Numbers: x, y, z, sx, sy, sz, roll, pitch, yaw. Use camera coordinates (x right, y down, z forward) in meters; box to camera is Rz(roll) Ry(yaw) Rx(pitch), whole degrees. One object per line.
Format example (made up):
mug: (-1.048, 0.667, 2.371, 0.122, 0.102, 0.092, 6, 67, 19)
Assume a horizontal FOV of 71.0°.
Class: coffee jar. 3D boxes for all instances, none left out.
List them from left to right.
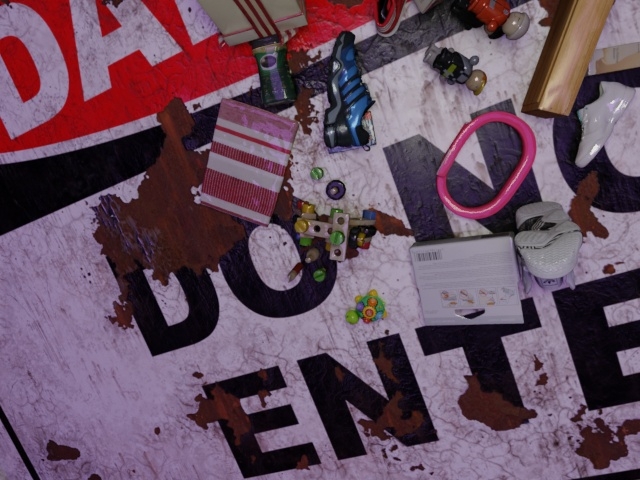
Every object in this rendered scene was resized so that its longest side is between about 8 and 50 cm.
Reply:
coffee jar: (-0.128, -0.468, 1.231, 0.096, 0.079, 0.185, -7, 103, 13)

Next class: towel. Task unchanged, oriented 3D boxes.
towel: (-0.217, -0.228, 1.335, 0.236, 0.037, 0.329, 20, 109, 4)

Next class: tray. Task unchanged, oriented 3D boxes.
tray: (0.574, -0.492, 1.010, 0.076, 0.203, 0.412, 18, 107, 9)

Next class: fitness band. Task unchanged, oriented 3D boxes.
fitness band: (0.435, -0.197, 1.196, 0.208, 0.054, 0.291, 29, 109, 1)

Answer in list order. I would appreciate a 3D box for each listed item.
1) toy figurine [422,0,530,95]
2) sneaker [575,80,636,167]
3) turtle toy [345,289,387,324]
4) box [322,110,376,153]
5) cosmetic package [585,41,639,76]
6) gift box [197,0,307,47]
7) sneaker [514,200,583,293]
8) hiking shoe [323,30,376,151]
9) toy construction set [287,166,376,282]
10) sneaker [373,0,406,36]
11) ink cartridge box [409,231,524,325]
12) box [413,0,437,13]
toy figurine: (0.362, -0.466, 1.063, 0.148, 0.213, 0.210, 25, 111, -12)
sneaker: (0.676, -0.289, 1.115, 0.094, 0.080, 0.212, 29, 101, 16)
turtle toy: (0.136, 0.213, 1.350, 0.130, 0.066, 0.095, -25, 97, 17)
box: (0.082, -0.301, 1.255, 0.136, 0.027, 0.094, -10, 100, 14)
cosmetic package: (0.701, -0.435, 1.082, 0.114, 0.041, 0.061, -7, 102, 14)
gift box: (-0.180, -0.632, 1.100, 0.254, 0.258, 0.277, -5, 81, 14)
sneaker: (0.550, 0.052, 1.076, 0.137, 0.366, 0.211, -10, 109, 24)
hiking shoe: (0.081, -0.393, 1.190, 0.131, 0.113, 0.305, 5, 96, -1)
toy construction set: (0.000, 0.000, 1.237, 0.257, 0.237, 0.309, 33, 108, 2)
sneaker: (0.187, -0.626, 1.099, 0.086, 0.128, 0.222, 13, 106, 9)
ink cartridge box: (0.404, 0.111, 1.240, 0.274, 0.060, 0.239, -7, 104, 29)
box: (0.302, -0.664, 1.022, 0.232, 0.127, 0.149, -36, 95, -8)
